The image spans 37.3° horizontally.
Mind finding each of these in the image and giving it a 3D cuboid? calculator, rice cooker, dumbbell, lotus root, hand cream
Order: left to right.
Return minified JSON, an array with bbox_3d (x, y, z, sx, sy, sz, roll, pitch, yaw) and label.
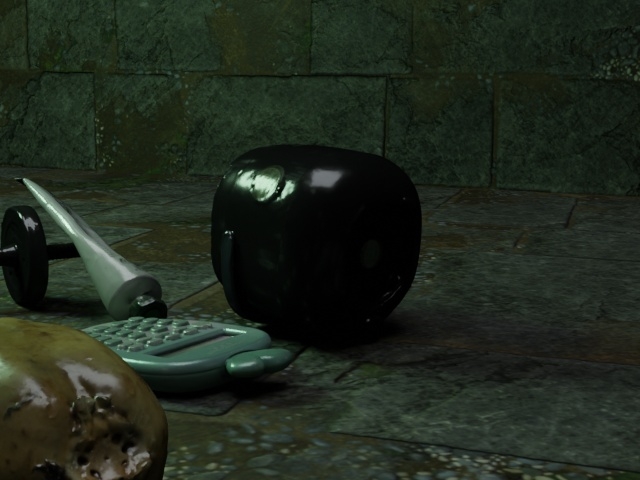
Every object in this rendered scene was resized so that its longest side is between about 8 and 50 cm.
[{"bbox_3d":[-0.487,0.027,1.330,0.325,0.143,0.143,-6,12,-33],"label":"dumbbell"},{"bbox_3d":[-0.233,0.135,0.742,0.160,0.146,0.284,16,-6,-43],"label":"lotus root"},{"bbox_3d":[-0.315,0.013,1.319,0.336,0.076,0.121,41,-4,38],"label":"hand cream"},{"bbox_3d":[-0.165,0.128,1.083,0.295,0.042,0.184,5,11,36],"label":"calculator"},{"bbox_3d":[0.000,0.000,1.245,0.224,0.267,0.267,19,19,40],"label":"rice cooker"}]
